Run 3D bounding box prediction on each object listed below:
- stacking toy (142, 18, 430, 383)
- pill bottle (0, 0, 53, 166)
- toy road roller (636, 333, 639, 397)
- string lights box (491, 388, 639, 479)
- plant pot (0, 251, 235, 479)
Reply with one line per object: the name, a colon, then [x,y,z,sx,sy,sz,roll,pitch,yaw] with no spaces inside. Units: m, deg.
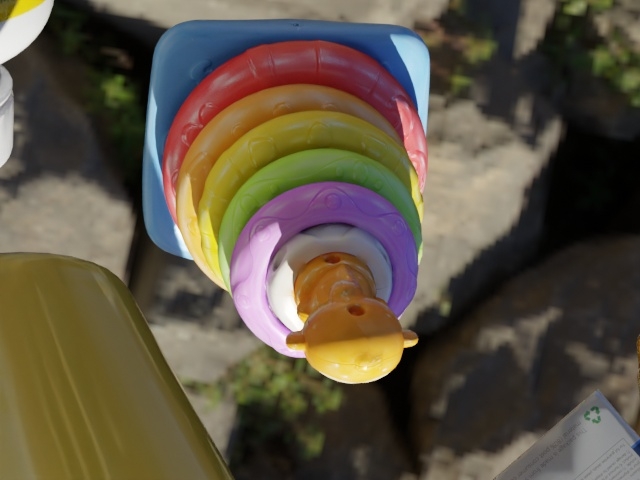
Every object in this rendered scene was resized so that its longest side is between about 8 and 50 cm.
stacking toy: [0.000,0.000,1.119,0.302,0.175,0.165,-111,-157,-62]
pill bottle: [-0.235,-0.201,1.063,0.188,0.188,0.334,-34,135,-53]
toy road roller: [0.193,0.038,0.575,0.329,0.202,0.240,-5,90,-70]
string lights box: [0.176,0.217,1.001,0.133,0.259,0.077,-41,168,1]
plant pot: [-0.127,0.145,0.847,0.254,0.254,0.239,39,29,-59]
